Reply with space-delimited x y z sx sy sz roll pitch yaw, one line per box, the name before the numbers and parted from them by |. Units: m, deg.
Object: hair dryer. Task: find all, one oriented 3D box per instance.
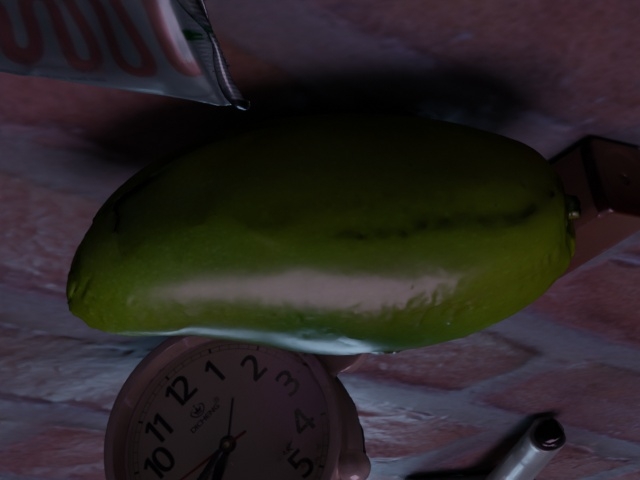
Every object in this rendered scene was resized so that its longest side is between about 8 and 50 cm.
hair dryer | 0.161 0.222 1.237 0.131 0.073 0.236 -1 152 -16

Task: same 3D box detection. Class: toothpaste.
toothpaste | -0.114 -0.070 0.396 0.205 0.036 0.056 11 149 29

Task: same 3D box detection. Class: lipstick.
lipstick | 0.113 -0.001 0.741 0.045 0.045 0.145 6 151 -37

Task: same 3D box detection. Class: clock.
clock | -0.050 0.129 0.835 0.229 0.155 0.063 -48 154 -3

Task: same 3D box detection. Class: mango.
mango | 0.000 0.000 0.622 0.233 0.111 0.125 -10 150 -5
